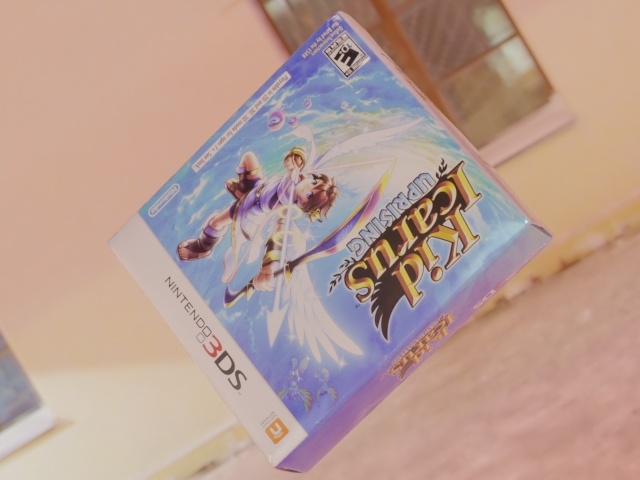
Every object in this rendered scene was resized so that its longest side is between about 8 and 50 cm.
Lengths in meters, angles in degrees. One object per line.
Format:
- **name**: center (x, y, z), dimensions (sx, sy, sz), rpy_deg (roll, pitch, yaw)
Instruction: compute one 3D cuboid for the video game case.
- **video game case**: center (0.000, 0.000, 1.220), dimensions (0.269, 0.244, 0.061), rpy_deg (-45, -25, 10)
